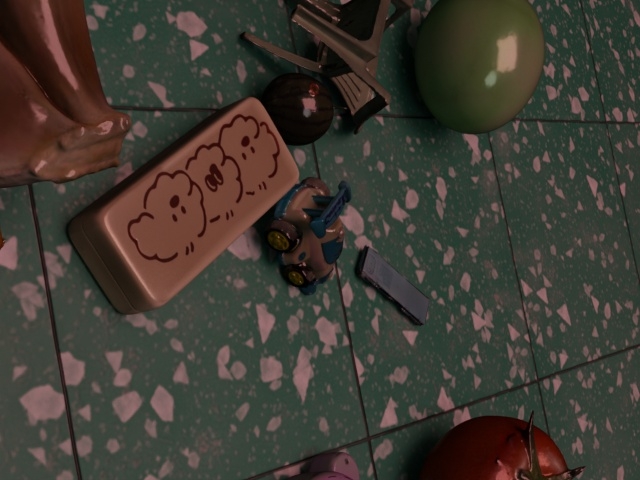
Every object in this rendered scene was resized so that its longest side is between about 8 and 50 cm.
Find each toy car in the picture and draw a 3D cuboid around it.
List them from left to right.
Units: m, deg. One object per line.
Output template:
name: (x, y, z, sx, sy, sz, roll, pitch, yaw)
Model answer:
toy car: (0.000, 0.000, 1.434, 0.126, 0.098, 0.161, -52, 133, -41)

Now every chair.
chair: (0.032, -0.304, 1.528, 0.274, 0.190, 0.203, 32, 58, -28)

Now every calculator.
calculator: (0.117, 0.074, 1.616, 0.172, 0.018, 0.057, 39, 55, -34)

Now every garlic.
garlic: (-0.355, -0.219, 1.032, 0.231, 0.246, 0.340, -16, 103, -35)

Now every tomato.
tomato: (0.268, 0.394, 1.539, 0.256, 0.224, 0.256, 17, 65, -40)

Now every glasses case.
glasses case: (-0.163, -0.052, 1.304, 0.336, 0.076, 0.144, -47, 114, -43)

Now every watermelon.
watermelon: (-0.023, -0.188, 1.465, 0.133, 0.105, 0.105, -2, 80, -24)

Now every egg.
egg: (0.270, -0.310, 1.738, 0.220, 0.220, 0.270, 26, 62, -41)

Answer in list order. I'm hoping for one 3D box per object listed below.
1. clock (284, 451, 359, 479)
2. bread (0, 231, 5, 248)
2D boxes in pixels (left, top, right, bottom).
clock: (0.008, 0.425, 1.352, 0.227, 0.090, 0.248, -22, 94, -48)
bread: (-0.415, -0.013, 1.022, 0.189, 0.077, 0.114, 20, 45, -42)
